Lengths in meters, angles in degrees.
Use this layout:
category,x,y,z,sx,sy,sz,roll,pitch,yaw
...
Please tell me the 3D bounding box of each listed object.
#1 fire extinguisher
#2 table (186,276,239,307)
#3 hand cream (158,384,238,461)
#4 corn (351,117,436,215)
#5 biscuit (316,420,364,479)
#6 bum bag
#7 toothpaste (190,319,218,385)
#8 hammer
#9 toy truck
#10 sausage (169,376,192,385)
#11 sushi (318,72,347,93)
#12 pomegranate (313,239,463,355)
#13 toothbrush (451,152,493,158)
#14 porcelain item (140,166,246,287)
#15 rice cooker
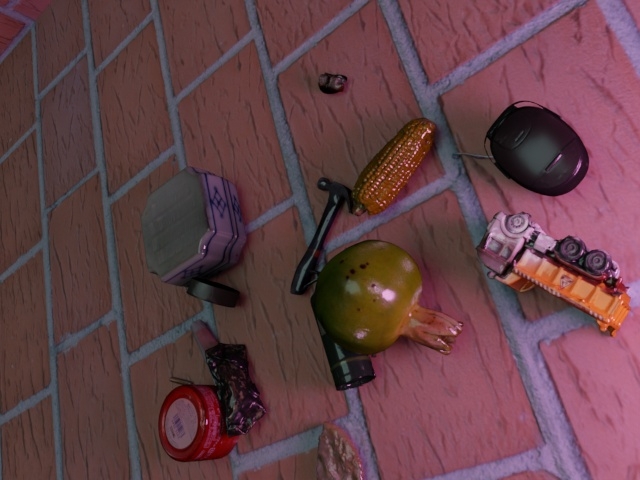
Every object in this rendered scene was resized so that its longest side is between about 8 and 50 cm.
category,x,y,z,sx,sy,sz,roll,pitch,yaw
fire extinguisher,0.038,0.180,1.380,0.118,0.093,0.295,-24,63,12
table,-0.280,0.135,1.619,0.133,0.133,0.043,17,88,40
hand cream,-0.308,0.460,1.569,0.193,0.125,0.193,-12,69,35
corn,0.159,-0.158,1.361,0.262,0.097,0.097,-50,53,13
biscuit,0.038,0.527,1.329,0.133,0.032,0.250,1,80,40
bum bag,-0.211,0.360,1.539,0.248,0.102,0.069,68,151,27
toothpaste,-0.290,0.293,1.648,0.067,0.043,0.194,-30,55,-11
hammer,0.000,0.000,1.487,0.137,0.037,0.290,25,95,42
toy truck,0.410,0.054,1.094,0.270,0.114,0.135,34,96,37
sausage,-0.388,0.392,1.721,0.100,0.015,0.015,1,80,40
sushi,0.027,-0.393,1.557,0.083,0.044,0.046,13,87,42
pomegranate,0.132,0.135,1.235,0.301,0.236,0.236,32,101,20
toothbrush,0.329,-0.175,1.278,0.131,0.011,0.013,9,72,41
porcelain item,-0.349,-0.033,1.702,0.285,0.157,0.282,-30,64,29
rice cooker,0.401,-0.167,1.148,0.142,0.118,0.203,-50,54,19
